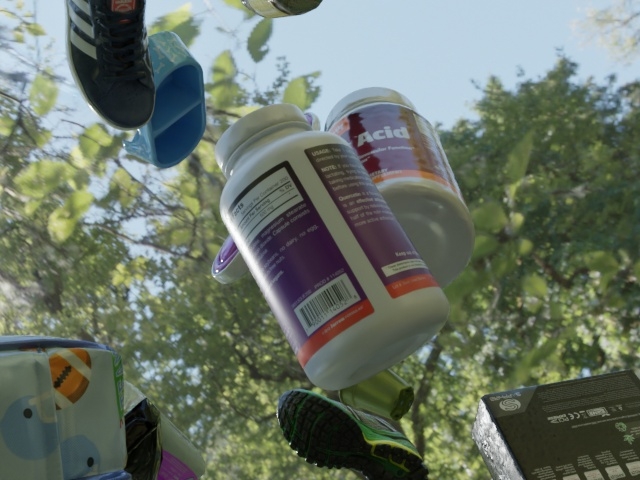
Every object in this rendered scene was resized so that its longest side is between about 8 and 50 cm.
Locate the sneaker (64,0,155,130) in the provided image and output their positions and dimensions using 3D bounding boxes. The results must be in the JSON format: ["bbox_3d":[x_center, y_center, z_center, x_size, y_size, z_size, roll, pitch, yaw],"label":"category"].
[{"bbox_3d":[-0.308,-0.336,1.189,0.131,0.148,0.349,-20,-72,-32],"label":"sneaker"}]

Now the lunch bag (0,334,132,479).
[{"bbox_3d":[-0.271,0.133,0.465,0.304,0.243,0.114,2,-107,-39],"label":"lunch bag"}]

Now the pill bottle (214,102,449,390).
[{"bbox_3d":[0.000,0.000,0.941,0.182,0.322,0.181,-26,-20,-10],"label":"pill bottle"}]

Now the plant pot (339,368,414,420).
[{"bbox_3d":[0.082,0.203,1.076,0.083,0.079,0.083,-28,-50,-40],"label":"plant pot"}]

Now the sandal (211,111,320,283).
[{"bbox_3d":[-0.115,-0.109,1.578,0.102,0.169,0.416,35,-117,-24],"label":"sandal"}]

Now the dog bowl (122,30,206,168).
[{"bbox_3d":[-0.284,-0.243,1.457,0.166,0.074,0.297,-43,-17,-25],"label":"dog bowl"}]

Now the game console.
[{"bbox_3d":[-0.300,0.344,0.879,0.361,0.044,0.213,-41,-27,-51],"label":"game console"}]

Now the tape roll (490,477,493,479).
[{"bbox_3d":[0.374,0.408,1.321,0.100,0.286,0.286,39,-102,7],"label":"tape roll"}]

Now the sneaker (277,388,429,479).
[{"bbox_3d":[0.057,0.413,1.666,0.344,0.146,0.134,32,-83,-11],"label":"sneaker"}]

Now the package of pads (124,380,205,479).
[{"bbox_3d":[-0.324,0.366,1.140,0.296,0.101,0.229,-42,-33,-14],"label":"package of pads"}]

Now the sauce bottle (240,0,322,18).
[{"bbox_3d":[-0.085,-0.465,1.466,0.112,0.344,0.111,-5,-75,-18],"label":"sauce bottle"}]

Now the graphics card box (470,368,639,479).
[{"bbox_3d":[0.359,0.331,0.953,0.233,0.370,0.094,-8,-49,-13],"label":"graphics card box"}]

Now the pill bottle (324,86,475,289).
[{"bbox_3d":[0.112,-0.097,1.352,0.224,0.392,0.224,-2,-55,-4],"label":"pill bottle"}]
